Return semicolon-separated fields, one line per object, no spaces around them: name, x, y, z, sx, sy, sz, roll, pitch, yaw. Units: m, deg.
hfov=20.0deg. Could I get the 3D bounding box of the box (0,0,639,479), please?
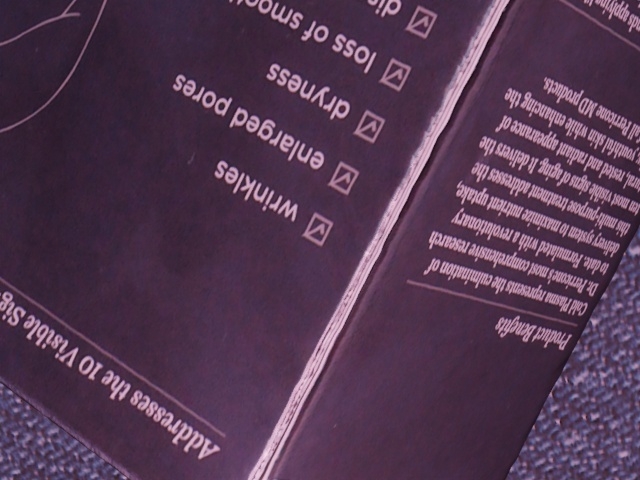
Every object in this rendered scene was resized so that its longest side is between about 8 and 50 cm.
box;-0.044;-0.128;1.120;0.480;0.297;0.471;32;97;32
